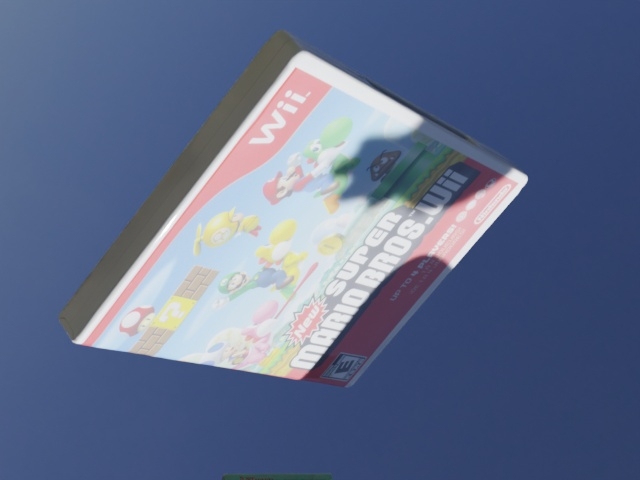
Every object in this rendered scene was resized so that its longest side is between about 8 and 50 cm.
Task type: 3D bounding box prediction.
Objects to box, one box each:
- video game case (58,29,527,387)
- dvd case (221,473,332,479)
[{"bbox_3d":[0.000,0.000,0.748,0.204,0.285,0.025,-51,-123,14],"label":"video game case"},{"bbox_3d":[-0.046,0.216,0.959,0.119,0.087,0.013,111,-24,-48],"label":"dvd case"}]
